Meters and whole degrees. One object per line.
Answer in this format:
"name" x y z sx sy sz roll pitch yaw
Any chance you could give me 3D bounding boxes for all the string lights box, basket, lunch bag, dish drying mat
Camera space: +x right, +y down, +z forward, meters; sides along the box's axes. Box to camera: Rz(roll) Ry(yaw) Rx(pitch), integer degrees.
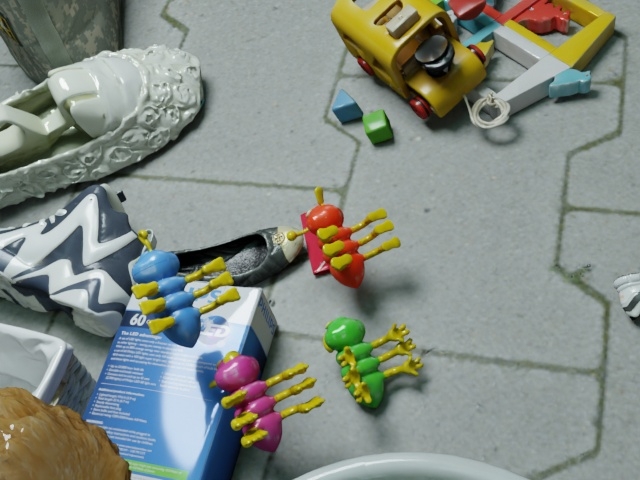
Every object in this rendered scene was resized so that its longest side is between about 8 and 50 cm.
"string lights box" -0.141 0.164 0.774 0.133 0.076 0.259 6 57 17
"basket" -0.315 0.151 0.808 0.167 0.103 0.113 9 58 20
"lunch bag" -0.356 -0.342 1.083 0.169 0.235 0.287 -10 54 0
"dish drying mat" 0.000 0.000 0.897 0.032 0.008 0.083 -16 54 4

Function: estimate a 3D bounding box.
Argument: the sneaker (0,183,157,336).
"sneaker" -0.286 -0.004 0.917 0.235 0.094 0.153 17 60 23

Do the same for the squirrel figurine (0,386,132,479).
"squirrel figurine" -0.315 0.300 0.590 0.370 0.281 0.397 -35 34 25

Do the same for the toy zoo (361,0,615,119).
"toy zoo" 0.212 -0.255 1.012 0.192 0.030 0.293 -38 56 -14

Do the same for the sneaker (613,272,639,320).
"sneaker" 0.330 0.049 0.771 0.109 0.040 0.043 -10 70 11

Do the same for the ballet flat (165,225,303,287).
"ballet flat" -0.101 0.022 0.881 0.173 0.049 0.057 -18 54 1

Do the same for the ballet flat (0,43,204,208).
"ballet flat" -0.326 -0.130 0.988 0.409 0.147 0.147 -27 54 -5

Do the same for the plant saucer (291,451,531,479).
"plant saucer" 0.064 0.353 0.577 0.401 0.100 0.400 -6 55 9

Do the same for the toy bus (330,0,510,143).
"toy bus" 0.102 -0.221 0.938 0.202 0.104 0.190 -5 65 23

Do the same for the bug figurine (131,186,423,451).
"bug figurine" -0.035 0.069 0.750 0.279 0.072 0.216 -16 78 -37
